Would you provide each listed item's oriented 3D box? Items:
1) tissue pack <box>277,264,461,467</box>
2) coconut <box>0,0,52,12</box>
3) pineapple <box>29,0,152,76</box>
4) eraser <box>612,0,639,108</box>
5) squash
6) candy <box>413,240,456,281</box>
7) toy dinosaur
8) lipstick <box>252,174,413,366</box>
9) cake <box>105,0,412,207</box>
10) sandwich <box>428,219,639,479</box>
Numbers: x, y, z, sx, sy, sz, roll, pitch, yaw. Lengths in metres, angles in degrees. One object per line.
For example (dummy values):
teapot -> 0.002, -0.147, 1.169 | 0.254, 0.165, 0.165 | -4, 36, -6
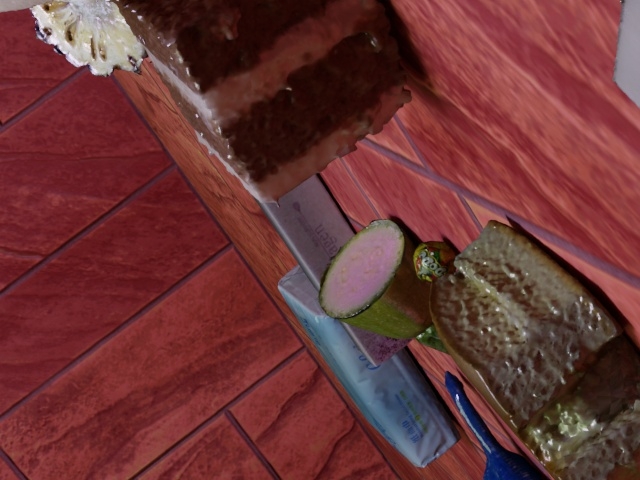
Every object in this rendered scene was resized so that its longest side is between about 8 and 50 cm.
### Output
tissue pack -> 0.059, 0.154, 1.837 | 0.263, 0.089, 0.177 | 55, 171, -24
coconut -> -0.234, -0.290, 0.938 | 0.237, 0.237, 0.266 | 50, 172, 22
pineapple -> -0.187, -0.256, 1.363 | 0.161, 0.137, 0.176 | -16, 113, 36
eraser -> 0.178, -0.012, 0.410 | 0.230, 0.038, 0.157 | 50, 172, 20
squash -> 0.080, 0.055, 1.290 | 0.132, 0.105, 0.105 | 35, -177, -30
candy -> 0.093, 0.016, 1.185 | 0.123, 0.035, 0.035 | -41, -54, -88
toy dinosaur -> 0.209, 0.258, 1.476 | 0.188, 0.075, 0.248 | 65, 174, -28
lipstick -> 0.000, 0.000, 1.543 | 0.317, 0.066, 0.068 | 57, 172, -30
cake -> -0.033, -0.117, 0.876 | 0.134, 0.135, 0.147 | 43, 164, 57
sandwich -> 0.159, 0.098, 0.881 | 0.244, 0.090, 0.088 | 52, 176, 7
